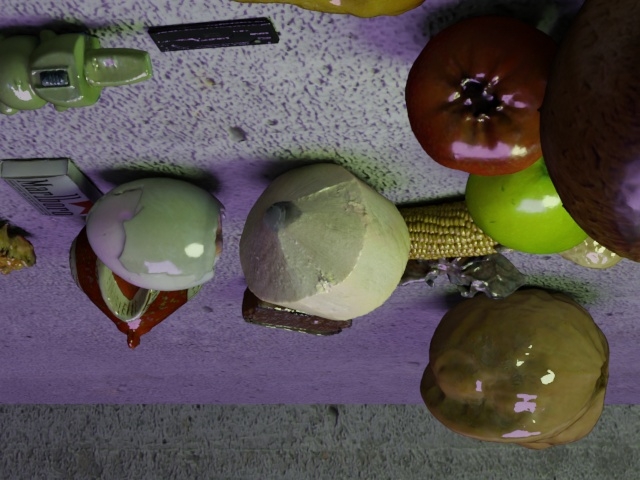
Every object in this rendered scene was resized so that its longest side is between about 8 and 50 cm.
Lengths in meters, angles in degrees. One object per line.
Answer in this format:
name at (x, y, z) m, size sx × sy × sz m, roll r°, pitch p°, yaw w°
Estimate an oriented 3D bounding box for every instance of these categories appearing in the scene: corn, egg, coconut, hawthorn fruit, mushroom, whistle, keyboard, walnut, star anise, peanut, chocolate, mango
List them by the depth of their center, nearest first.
mushroom at (0.410, -0.127, 1.282) m, size 0.356 × 0.334 × 0.331 m, roll 18°, pitch 137°, yaw 4°
hawthorn fruit at (0.199, -0.172, 1.460) m, size 0.196 × 0.197 × 0.225 m, roll -2°, pitch -174°, yaw 11°
keyboard at (-0.129, -0.247, 1.479) m, size 0.155 × 0.010 × 0.053 m, roll -2°, pitch 161°, yaw 11°
whistle at (-0.312, -0.209, 1.488) m, size 0.227 × 0.105 × 0.085 m, roll -3°, pitch -158°, yaw 14°
mango at (0.316, -0.059, 1.790) m, size 0.192 × 0.156 × 0.343 m, roll -5°, pitch 162°, yaw 15°
coconut at (0.000, 0.000, 1.900) m, size 0.239 × 0.239 × 0.244 m, roll -11°, pitch 160°, yaw 34°
egg at (-0.264, -0.012, 1.949) m, size 0.217 × 0.183 × 0.183 m, roll 8°, pitch 162°, yaw 0°
peanut at (0.478, -0.015, 1.971) m, size 0.236 × 0.120 × 0.110 m, roll -1°, pitch 141°, yaw 21°
corn at (0.206, -0.015, 2.033) m, size 0.293 × 0.106 × 0.106 m, roll -7°, pitch 160°, yaw 29°
star anise at (0.242, 0.051, 2.219) m, size 0.257 × 0.111 × 0.198 m, roll 16°, pitch 158°, yaw -21°
chocolate at (-0.044, 0.129, 2.508) m, size 0.214 × 0.093 × 0.148 m, roll 9°, pitch 162°, yaw -19°
walnut at (0.408, 0.260, 2.534) m, size 0.383 × 0.384 × 0.383 m, roll 1°, pitch 162°, yaw 0°

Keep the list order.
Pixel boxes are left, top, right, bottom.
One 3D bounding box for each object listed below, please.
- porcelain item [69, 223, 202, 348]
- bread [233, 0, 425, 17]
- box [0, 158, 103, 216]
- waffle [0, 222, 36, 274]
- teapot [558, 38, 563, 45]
porcelain item at (-0.319, 0.073, 2.137) m, size 0.253 × 0.253 × 0.253 m, roll 1°, pitch 162°, yaw 0°
bread at (0.018, -0.288, 1.226) m, size 0.233 × 0.088 × 0.160 m, roll 6°, pitch 167°, yaw -22°
box at (-0.430, -0.084, 1.971) m, size 0.115 × 0.036 × 0.177 m, roll -2°, pitch 161°, yaw 9°
waffle at (-0.643, -0.003, 2.201) m, size 0.283 × 0.065 × 0.309 m, roll 12°, pitch 163°, yaw -24°
teapot at (0.312, -0.177, 1.504) m, size 0.077 × 0.107 × 0.200 m, roll -6°, pitch 164°, yaw -10°
